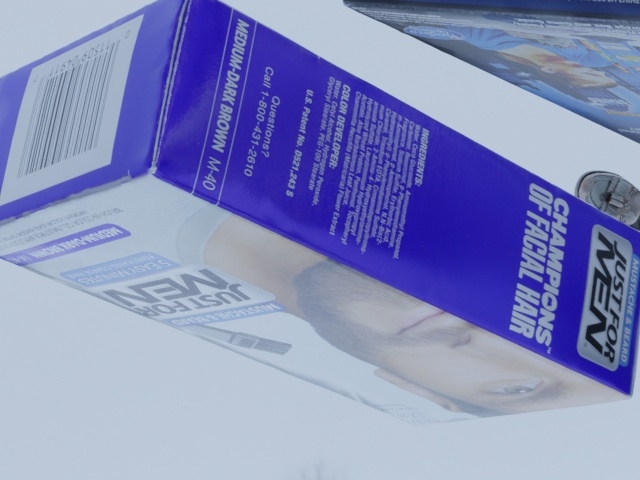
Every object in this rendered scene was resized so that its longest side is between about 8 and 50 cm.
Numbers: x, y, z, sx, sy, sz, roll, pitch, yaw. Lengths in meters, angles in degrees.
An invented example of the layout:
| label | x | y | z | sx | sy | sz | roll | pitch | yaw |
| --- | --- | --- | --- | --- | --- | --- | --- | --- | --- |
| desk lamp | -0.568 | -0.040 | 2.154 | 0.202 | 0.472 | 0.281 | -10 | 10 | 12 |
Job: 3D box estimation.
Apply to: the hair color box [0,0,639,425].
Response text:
| label | x | y | z | sx | sy | sz | roll | pitch | yaw |
| --- | --- | --- | --- | --- | --- | --- | --- | --- | --- |
| hair color box | 0.000 | 0.000 | 0.900 | 0.339 | 0.110 | 0.185 | 23 | -24 | -35 |

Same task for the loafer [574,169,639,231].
| label | x | y | z | sx | sy | sz | roll | pitch | yaw |
| --- | --- | --- | --- | --- | --- | --- | --- | --- | --- |
| loafer | 0.270 | -0.026 | 1.419 | 0.125 | 0.045 | 0.039 | 27 | -4 | -39 |

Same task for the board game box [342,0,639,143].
| label | x | y | z | sx | sy | sz | roll | pitch | yaw |
| --- | --- | --- | --- | --- | --- | --- | --- | --- | --- |
| board game box | 0.142 | -0.065 | 0.522 | 0.194 | 0.060 | 0.194 | 10 | -6 | 35 |
